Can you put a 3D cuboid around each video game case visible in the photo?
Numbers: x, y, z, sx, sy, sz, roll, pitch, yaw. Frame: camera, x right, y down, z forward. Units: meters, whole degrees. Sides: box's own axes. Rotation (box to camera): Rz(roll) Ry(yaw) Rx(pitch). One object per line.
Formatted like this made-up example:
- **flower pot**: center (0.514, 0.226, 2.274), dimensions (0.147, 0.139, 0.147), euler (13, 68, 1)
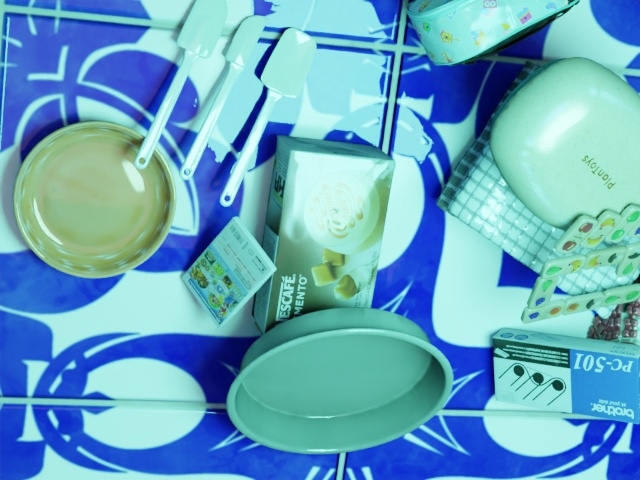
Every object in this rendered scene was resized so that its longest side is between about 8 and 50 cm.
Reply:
- **video game case**: center (-0.117, 0.041, 1.656), dimensions (0.122, 0.011, 0.087), euler (-47, 72, 29)

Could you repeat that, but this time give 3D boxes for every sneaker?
- **sneaker**: center (0.460, 0.110, 1.813), dimensions (0.112, 0.121, 0.299), euler (17, 101, -20)

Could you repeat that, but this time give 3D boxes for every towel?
- **towel**: center (0.326, -0.069, 1.733), dimensions (0.283, 0.121, 0.235), euler (32, 95, -18)

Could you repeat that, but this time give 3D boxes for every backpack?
- **backpack**: center (0.198, -0.300, 1.606), dimensions (0.188, 0.166, 0.144), euler (-37, 109, -5)

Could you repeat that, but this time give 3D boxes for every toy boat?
- **toy boat**: center (0.359, -0.156, 1.583), dimensions (0.318, 0.148, 0.267), euler (-41, 128, 7)

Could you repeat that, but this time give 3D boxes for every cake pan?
- **cake pan**: center (0.023, 0.180, 1.689), dimensions (0.293, 0.054, 0.293), euler (-6, 142, -4)

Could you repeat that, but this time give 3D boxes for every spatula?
- **spatula**: center (-0.119, -0.173, 1.624), dimensions (0.168, 0.019, 0.242), euler (25, 87, -22)

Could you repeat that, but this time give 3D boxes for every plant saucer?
- **plant saucer**: center (-0.280, -0.053, 1.628), dimensions (0.199, 0.037, 0.200), euler (-3, 106, -12)

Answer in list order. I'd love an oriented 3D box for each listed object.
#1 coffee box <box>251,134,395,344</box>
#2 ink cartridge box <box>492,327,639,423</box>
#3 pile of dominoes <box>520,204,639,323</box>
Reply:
- **coffee box**: center (0.000, 0.000, 1.678), dimensions (0.141, 0.098, 0.247), euler (6, 104, -16)
- **ink cartridge box**: center (0.337, 0.181, 1.772), dimensions (0.207, 0.046, 0.097), euler (5, 110, 31)
- **pile of dominoes**: center (0.389, 0.031, 1.629), dimensions (0.251, 0.040, 0.196), euler (-10, 141, -19)
